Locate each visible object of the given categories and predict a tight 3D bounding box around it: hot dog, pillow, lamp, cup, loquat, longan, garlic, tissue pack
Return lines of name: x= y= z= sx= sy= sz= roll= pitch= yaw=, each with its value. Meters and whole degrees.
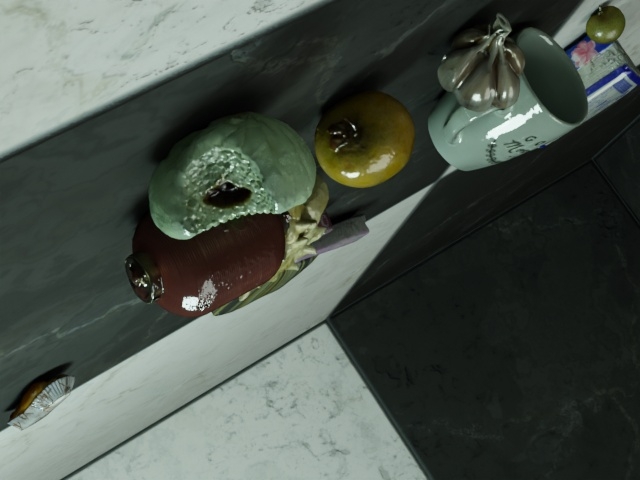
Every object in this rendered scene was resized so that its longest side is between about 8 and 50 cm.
hot dog: x=-0.545 y=0.314 z=2.068 sx=0.108 sy=0.059 sz=0.191 roll=-26 pitch=169 yaw=-44
pillow: x=-0.119 y=0.089 z=2.350 sx=0.212 sy=0.052 sz=0.208 roll=-22 pitch=168 yaw=-39
lamp: x=-0.165 y=0.007 z=1.516 sx=0.258 sy=0.180 sz=0.180 roll=-26 pitch=167 yaw=-31
cup: x=0.289 y=-0.220 z=1.807 sx=0.234 sy=0.186 sz=0.258 roll=-31 pitch=172 yaw=39
loquat: x=0.065 y=-0.148 z=1.561 sx=0.163 sy=0.137 sz=0.163 roll=-15 pitch=175 yaw=-1
longan: x=0.538 y=-0.412 z=2.016 sx=0.075 sy=0.075 sz=0.083 roll=-35 pitch=129 yaw=6
garlic: x=0.256 y=-0.269 z=1.593 sx=0.127 sy=0.131 sz=0.194 roll=-61 pitch=-179 yaw=-21
tissue pack: x=0.517 y=-0.315 z=2.211 sx=0.270 sy=0.137 sz=0.209 roll=-34 pitch=171 yaw=23

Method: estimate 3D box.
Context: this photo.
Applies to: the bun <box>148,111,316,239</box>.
bun: x=-0.113 y=-0.086 z=1.315 sx=0.213 sy=0.126 sz=0.204 roll=-24 pitch=-167 yaw=-20

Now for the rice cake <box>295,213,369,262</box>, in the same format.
rice cake: x=0.000 y=0.000 z=2.263 sx=0.073 sy=0.056 sz=0.365 roll=-21 pitch=178 yaw=32

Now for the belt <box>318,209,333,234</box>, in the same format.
belt: x=-0.062 y=-0.009 z=2.062 sx=0.232 sy=0.053 sz=0.071 roll=-23 pitch=175 yaw=-44

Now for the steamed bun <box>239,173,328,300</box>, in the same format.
steamed bun: x=-0.096 y=0.008 z=1.810 sx=0.292 sy=0.137 sz=0.295 roll=-35 pitch=168 yaw=-8
